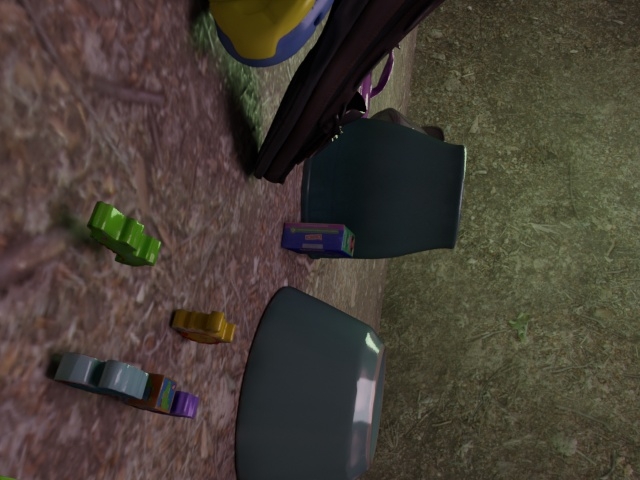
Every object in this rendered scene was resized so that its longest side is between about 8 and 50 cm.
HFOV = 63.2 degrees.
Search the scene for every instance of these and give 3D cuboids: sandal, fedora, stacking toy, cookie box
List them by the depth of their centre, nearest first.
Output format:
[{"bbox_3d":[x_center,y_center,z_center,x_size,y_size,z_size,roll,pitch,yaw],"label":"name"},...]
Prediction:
[{"bbox_3d":[-0.131,0.101,0.359,0.221,0.052,0.167,70,27,-59],"label":"stacking toy"},{"bbox_3d":[-0.021,-0.285,0.509,0.138,0.126,0.318,80,21,-63],"label":"sandal"},{"bbox_3d":[0.000,0.000,0.792,0.107,0.091,0.040,29,65,-77],"label":"cookie box"},{"bbox_3d":[0.120,-0.395,1.122,0.169,0.102,0.417,67,31,-66],"label":"sandal"},{"bbox_3d":[0.154,-0.213,1.204,0.124,0.243,0.276,49,51,-34],"label":"fedora"}]

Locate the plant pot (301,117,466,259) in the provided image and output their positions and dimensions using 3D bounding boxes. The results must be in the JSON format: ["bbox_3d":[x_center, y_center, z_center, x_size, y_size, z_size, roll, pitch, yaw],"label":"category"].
[{"bbox_3d":[0.123,-0.087,0.930,0.271,0.255,0.272,6,90,-77],"label":"plant pot"}]

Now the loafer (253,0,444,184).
[{"bbox_3d":[0.026,-0.160,0.523,0.303,0.095,0.109,-54,-162,38],"label":"loafer"}]

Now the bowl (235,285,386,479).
[{"bbox_3d":[0.007,0.233,0.774,0.311,0.163,0.312,7,90,-78],"label":"bowl"}]
